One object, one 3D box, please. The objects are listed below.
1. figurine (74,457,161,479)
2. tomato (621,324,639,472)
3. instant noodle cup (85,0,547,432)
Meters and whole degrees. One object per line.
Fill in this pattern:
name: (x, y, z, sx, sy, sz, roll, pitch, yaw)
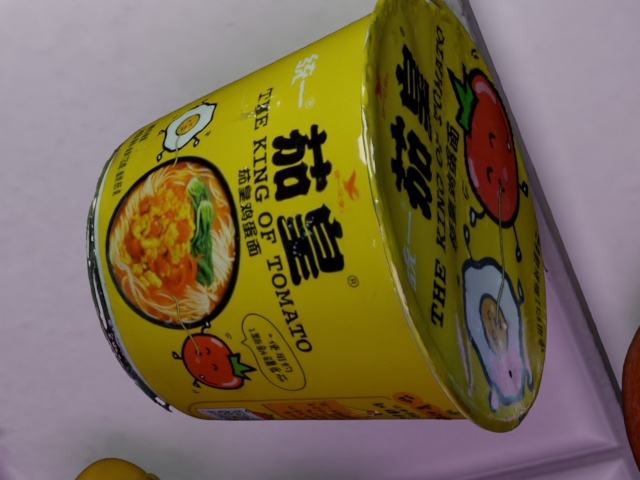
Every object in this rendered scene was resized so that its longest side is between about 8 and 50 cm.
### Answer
figurine: (-0.053, 0.231, 0.613, 0.257, 0.167, 0.192, 38, 138, 8)
tomato: (0.237, 0.081, 0.474, 0.187, 0.151, 0.187, 3, 130, 3)
instant noodle cup: (0.000, 0.000, 0.441, 0.144, 0.182, 0.182, -14, 122, 28)
